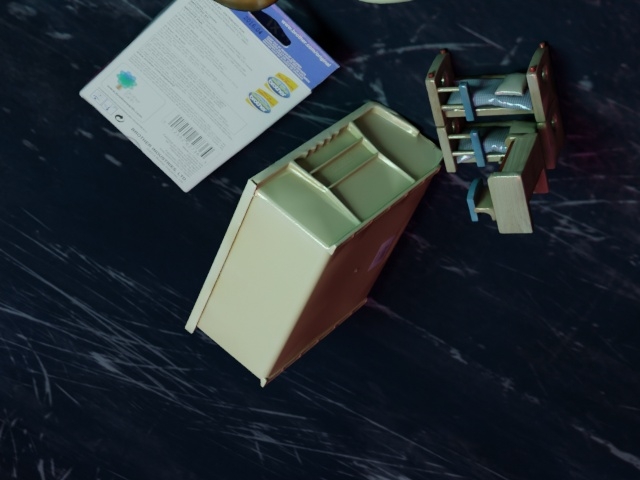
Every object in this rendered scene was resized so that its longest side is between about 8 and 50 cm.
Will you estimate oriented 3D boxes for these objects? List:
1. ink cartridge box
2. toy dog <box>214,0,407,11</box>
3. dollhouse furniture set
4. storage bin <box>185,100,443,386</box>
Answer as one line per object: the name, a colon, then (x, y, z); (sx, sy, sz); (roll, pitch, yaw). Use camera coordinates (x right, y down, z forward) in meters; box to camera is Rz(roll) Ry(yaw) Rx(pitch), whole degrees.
ink cartridge box: (-0.130, -0.202, 1.652); (0.186, 0.065, 0.311); (44, 133, -14)
toy dog: (0.042, -0.353, 1.201); (0.408, 0.395, 0.284); (-11, 112, 7)
dollhouse furniture set: (0.178, -0.113, 1.504); (0.129, 0.183, 0.129); (-1, 127, 25)
storage bin: (0.000, 0.000, 1.633); (0.123, 0.260, 0.262); (39, 134, 14)
